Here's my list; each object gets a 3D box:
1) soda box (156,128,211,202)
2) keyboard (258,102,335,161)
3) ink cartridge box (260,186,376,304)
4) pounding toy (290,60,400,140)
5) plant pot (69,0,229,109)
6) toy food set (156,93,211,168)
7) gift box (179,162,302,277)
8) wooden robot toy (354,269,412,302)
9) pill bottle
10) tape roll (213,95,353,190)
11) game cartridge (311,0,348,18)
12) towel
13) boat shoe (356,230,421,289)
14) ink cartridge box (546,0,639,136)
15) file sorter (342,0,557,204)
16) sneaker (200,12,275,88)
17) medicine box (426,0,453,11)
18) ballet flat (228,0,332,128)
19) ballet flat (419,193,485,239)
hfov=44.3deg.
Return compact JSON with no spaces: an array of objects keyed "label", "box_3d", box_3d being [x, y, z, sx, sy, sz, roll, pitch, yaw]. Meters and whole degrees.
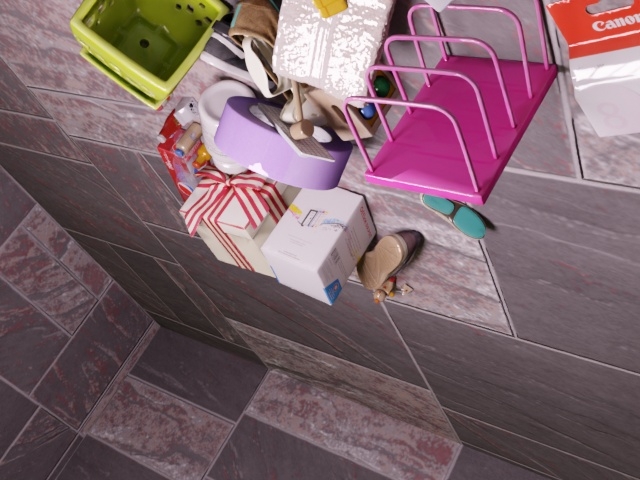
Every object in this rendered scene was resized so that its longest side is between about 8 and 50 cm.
[{"label":"soda box","box_3d":[-0.360,-0.197,2.180,0.092,0.083,0.263,22,154,20]},{"label":"keyboard","box_3d":[-0.049,-0.208,1.491,0.072,0.014,0.256,4,-153,-27]},{"label":"ink cartridge box","box_3d":[0.000,0.000,1.943,0.168,0.232,0.171,21,155,28]},{"label":"pounding toy","box_3d":[0.030,-0.262,1.424,0.094,0.206,0.181,-1,140,51]},{"label":"plant pot","box_3d":[-0.347,-0.413,1.578,0.227,0.228,0.207,36,164,-10]},{"label":"toy food set","box_3d":[-0.358,-0.291,1.964,0.111,0.104,0.232,10,148,41]},{"label":"gift box","box_3d":[-0.184,-0.064,2.004,0.255,0.276,0.258,10,147,31]},{"label":"wooden robot toy","box_3d":[0.166,0.133,2.196,0.173,0.079,0.076,24,155,17]},{"label":"pill bottle","box_3d":[-0.209,-0.254,1.824,0.131,0.131,0.229,27,156,10]},{"label":"tape roll","box_3d":[-0.075,-0.203,1.612,0.275,0.090,0.275,21,-161,-8]},{"label":"game cartridge","box_3d":[-0.050,-0.476,1.005,0.053,0.323,0.285,-19,136,15]},{"label":"towel","box_3d":[0.026,-0.367,1.280,0.187,0.049,0.282,26,128,15]},{"label":"boat shoe","box_3d":[0.173,0.048,1.998,0.103,0.092,0.285,65,156,14]},{"label":"ink cartridge box","box_3d":[0.445,-0.253,1.132,0.232,0.066,0.189,41,155,-31]},{"label":"file sorter","box_3d":[0.196,-0.234,1.180,0.202,0.290,0.182,14,148,34]},{"label":"sneaker","box_3d":[-0.136,-0.381,1.560,0.079,0.121,0.217,33,-166,27]},{"label":"medicine box","box_3d":[0.125,-0.450,0.833,0.263,0.289,0.149,37,155,-13]},{"label":"ballet flat","box_3d":[-0.056,-0.301,1.481,0.116,0.124,0.342,1,142,46]},{"label":"ballet flat","box_3d":[0.290,-0.062,1.714,0.168,0.057,0.052,36,-176,-2]}]
